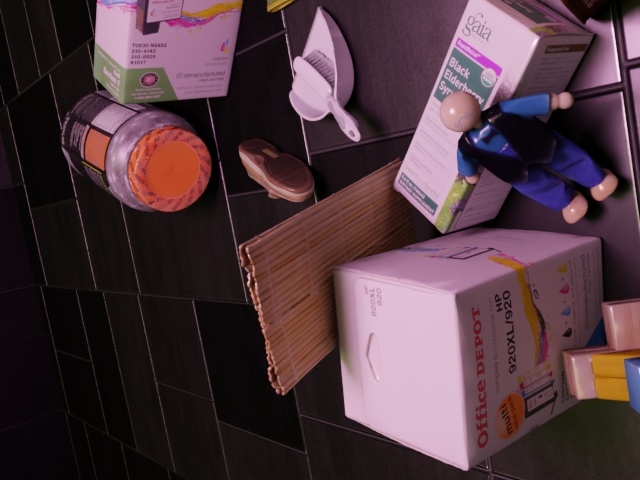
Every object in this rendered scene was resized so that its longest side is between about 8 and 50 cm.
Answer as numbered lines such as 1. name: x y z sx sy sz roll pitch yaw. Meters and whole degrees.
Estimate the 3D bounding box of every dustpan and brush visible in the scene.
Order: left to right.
1. dustpan and brush: 0.012 -0.206 0.945 0.211 0.060 0.147 51 137 29

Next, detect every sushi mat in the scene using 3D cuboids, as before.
1. sushi mat: 0.028 0.022 0.737 0.019 0.317 0.151 3 111 34

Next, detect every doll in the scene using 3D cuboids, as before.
1. doll: 0.193 -0.089 0.655 0.129 0.189 0.046 -48 25 38

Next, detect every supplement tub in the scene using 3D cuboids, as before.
1. supplement tub: -0.355 -0.171 1.328 0.316 0.194 0.193 28 123 45

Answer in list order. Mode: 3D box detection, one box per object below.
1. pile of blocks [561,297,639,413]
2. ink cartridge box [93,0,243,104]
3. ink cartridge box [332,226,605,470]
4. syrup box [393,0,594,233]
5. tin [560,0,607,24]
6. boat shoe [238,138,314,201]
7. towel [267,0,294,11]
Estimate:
1. pile of blocks: 0.337 0.072 0.519 0.362 0.149 0.112 -11 87 47
2. ink cartridge box: -0.238 -0.373 1.098 0.117 0.202 0.278 44 133 34
3. ink cartridge box: 0.156 0.093 0.713 0.168 0.233 0.171 8 108 52
4. syrup box: 0.174 -0.132 0.730 0.093 0.096 0.236 48 137 32
5. tin: 0.196 -0.242 0.591 0.106 0.190 0.040 49 116 14
6. boat shoe: -0.066 -0.098 1.093 0.190 0.068 0.072 44 147 48
7. towel: -0.071 -0.462 1.001 0.102 0.021 0.237 -6 96 52
